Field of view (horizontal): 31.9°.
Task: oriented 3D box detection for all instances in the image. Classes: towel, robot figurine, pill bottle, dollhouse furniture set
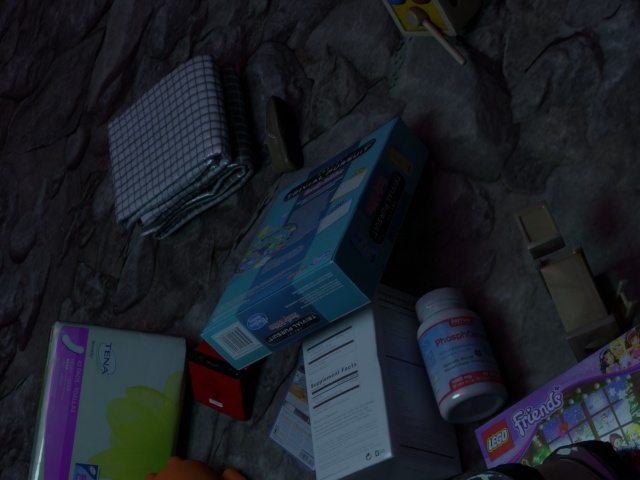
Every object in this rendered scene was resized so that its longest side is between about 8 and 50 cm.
[{"bbox_3d":[-0.243,-0.157,1.969,0.284,0.121,0.235,-34,54,32],"label":"towel"},{"bbox_3d":[-0.181,0.412,1.657,0.219,0.158,0.128,34,117,48],"label":"robot figurine"},{"bbox_3d":[0.172,0.142,1.411,0.087,0.087,0.160,-40,49,30],"label":"pill bottle"},{"bbox_3d":[0.338,0.031,1.300,0.161,0.101,0.181,-23,54,11],"label":"dollhouse furniture set"}]

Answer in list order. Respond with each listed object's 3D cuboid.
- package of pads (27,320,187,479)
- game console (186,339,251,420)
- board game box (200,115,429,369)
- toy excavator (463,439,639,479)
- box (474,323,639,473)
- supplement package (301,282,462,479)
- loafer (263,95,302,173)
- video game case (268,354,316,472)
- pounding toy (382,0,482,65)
[{"bbox_3d":[-0.337,0.287,1.803,0.101,0.229,0.296,142,135,-64],"label":"package of pads"},{"bbox_3d":[-0.139,0.204,1.783,0.144,0.085,0.124,12,115,50],"label":"game console"},{"bbox_3d":[0.000,0.000,1.544,0.254,0.079,0.336,-30,22,37],"label":"board game box"},{"bbox_3d":[0.258,0.481,1.077,0.433,0.222,0.445,38,114,32],"label":"toy excavator"},{"bbox_3d":[0.321,0.232,1.233,0.293,0.057,0.200,-40,49,30],"label":"box"},{"bbox_3d":[0.075,0.196,1.457,0.134,0.139,0.244,-31,52,36],"label":"supplement package"},{"bbox_3d":[-0.070,-0.172,1.828,0.050,0.056,0.148,-30,54,29],"label":"loafer"},{"bbox_3d":[-0.008,0.236,1.626,0.119,0.015,0.166,27,95,50],"label":"video game case"},{"bbox_3d":[0.157,-0.335,1.601,0.130,0.141,0.100,11,55,49],"label":"pounding toy"}]
